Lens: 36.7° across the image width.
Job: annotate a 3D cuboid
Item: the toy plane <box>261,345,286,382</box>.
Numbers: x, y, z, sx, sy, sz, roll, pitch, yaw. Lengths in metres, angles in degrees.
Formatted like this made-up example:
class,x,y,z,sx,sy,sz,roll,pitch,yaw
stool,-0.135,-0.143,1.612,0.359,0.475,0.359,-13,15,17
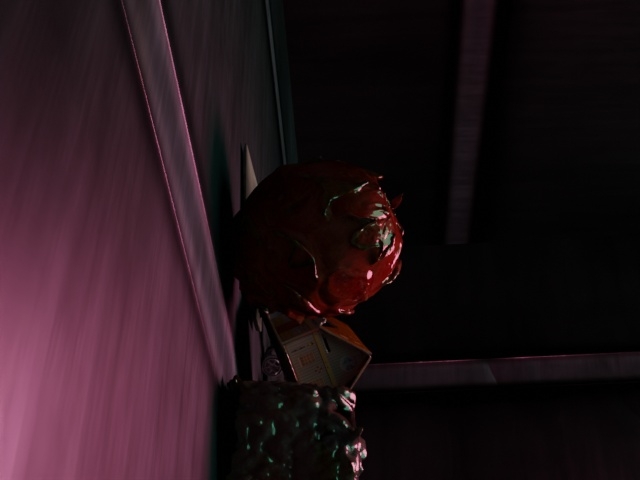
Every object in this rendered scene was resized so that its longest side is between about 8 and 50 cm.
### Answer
class,x,y,z,sx,sy,sz,roll,pitch,yaw
toy plane,-0.057,0.264,1.808,0.251,0.101,0.255,-87,178,-80

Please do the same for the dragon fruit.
class,x,y,z,sx,sy,sz,roll,pitch,yaw
dragon fruit,-0.009,0.002,1.341,0.252,0.241,0.241,-42,-153,27

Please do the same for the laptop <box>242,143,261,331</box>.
class,x,y,z,sx,sy,sz,roll,pitch,yaw
laptop,-0.115,-0.003,1.609,0.188,0.015,0.269,84,4,-64

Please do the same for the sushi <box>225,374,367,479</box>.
class,x,y,z,sx,sy,sz,roll,pitch,yaw
sushi,-0.032,0.296,1.244,0.270,0.170,0.237,99,-12,-74

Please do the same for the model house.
class,x,y,z,sx,sy,sz,roll,pitch,yaw
model house,0.000,0.161,1.491,0.219,0.135,0.207,-145,-146,-73

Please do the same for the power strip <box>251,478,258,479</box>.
class,x,y,z,sx,sy,sz,roll,pitch,yaw
power strip,-0.065,0.375,0.988,0.070,0.105,0.257,87,1,-68
